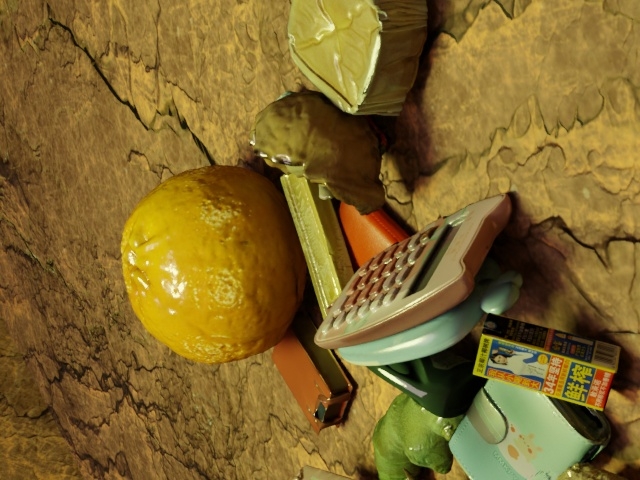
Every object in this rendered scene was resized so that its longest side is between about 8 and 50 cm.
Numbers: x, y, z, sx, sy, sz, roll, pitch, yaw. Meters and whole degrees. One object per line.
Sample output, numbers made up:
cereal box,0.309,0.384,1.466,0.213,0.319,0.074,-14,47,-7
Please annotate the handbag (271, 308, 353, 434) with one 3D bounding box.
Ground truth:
handbag,-0.016,0.233,2.057,0.190,0.063,0.127,56,147,34

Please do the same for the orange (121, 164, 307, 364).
orange,-0.189,0.040,1.985,0.341,0.293,0.340,7,98,61

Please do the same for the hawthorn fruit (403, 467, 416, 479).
hawthorn fruit,0.168,0.428,1.719,0.200,0.179,0.179,61,149,19

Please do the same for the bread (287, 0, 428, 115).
bread,0.052,-0.290,1.597,0.210,0.110,0.192,47,137,38

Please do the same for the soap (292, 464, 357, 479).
soap,0.074,0.458,1.924,0.218,0.098,0.273,34,164,-25

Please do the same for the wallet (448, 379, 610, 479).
wallet,0.272,0.263,1.555,0.176,0.075,0.250,53,145,25

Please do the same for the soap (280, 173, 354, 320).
soap,0.001,0.000,1.827,0.092,0.037,0.252,-35,69,62

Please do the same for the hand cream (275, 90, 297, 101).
hand cream,-0.019,-0.155,1.869,0.175,0.046,0.095,61,149,8

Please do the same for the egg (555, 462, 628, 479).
egg,0.346,0.336,1.427,0.140,0.118,0.116,44,118,12

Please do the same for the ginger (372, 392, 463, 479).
ginger,0.146,0.302,1.785,0.137,0.089,0.290,54,146,9

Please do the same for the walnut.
walnut,-0.004,-0.141,1.655,0.238,0.204,0.141,31,94,36

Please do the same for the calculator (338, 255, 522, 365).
calculator,0.142,0.093,1.561,0.303,0.188,0.042,-22,111,43

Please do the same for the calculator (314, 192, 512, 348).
calculator,0.116,0.052,1.566,0.048,0.220,0.330,47,140,-16

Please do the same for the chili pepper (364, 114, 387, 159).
chili pepper,0.054,-0.181,1.742,0.178,0.027,0.045,52,141,32

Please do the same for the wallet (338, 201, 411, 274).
wallet,0.095,0.026,1.764,0.204,0.045,0.142,47,141,38

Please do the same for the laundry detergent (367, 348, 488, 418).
laundry detergent,0.120,0.169,1.662,0.222,0.144,0.078,29,114,30

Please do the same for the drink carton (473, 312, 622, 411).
drink carton,0.274,0.146,1.421,0.166,0.056,0.071,16,124,12
